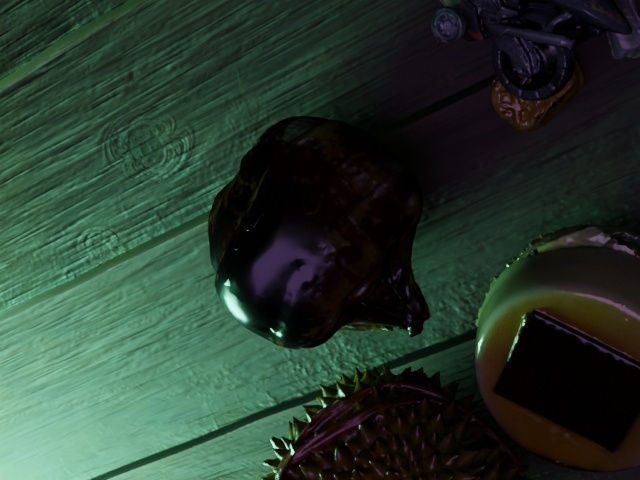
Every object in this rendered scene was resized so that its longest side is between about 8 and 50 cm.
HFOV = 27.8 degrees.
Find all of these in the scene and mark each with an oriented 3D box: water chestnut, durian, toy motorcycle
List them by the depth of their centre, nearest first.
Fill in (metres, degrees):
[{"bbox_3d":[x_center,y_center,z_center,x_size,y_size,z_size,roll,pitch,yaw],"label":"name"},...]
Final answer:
[{"bbox_3d":[0.187,-0.297,1.375,0.307,0.108,0.173,52,129,6],"label":"toy motorcycle"},{"bbox_3d":[0.000,0.000,1.521,0.244,0.289,0.289,23,126,-30],"label":"water chestnut"},{"bbox_3d":[0.095,0.321,1.576,0.347,0.347,0.384,45,153,-5],"label":"durian"}]

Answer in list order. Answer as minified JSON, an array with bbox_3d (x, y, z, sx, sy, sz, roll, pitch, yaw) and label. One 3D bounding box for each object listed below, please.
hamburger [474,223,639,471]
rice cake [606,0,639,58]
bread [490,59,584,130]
[{"bbox_3d":[0.322,0.127,1.509,0.302,0.170,0.302,11,120,19],"label":"hamburger"},{"bbox_3d":[0.309,-0.316,1.366,0.055,0.049,0.270,0,116,44],"label":"rice cake"},{"bbox_3d":[0.242,-0.175,1.460,0.083,0.044,0.111,42,123,-2],"label":"bread"}]
